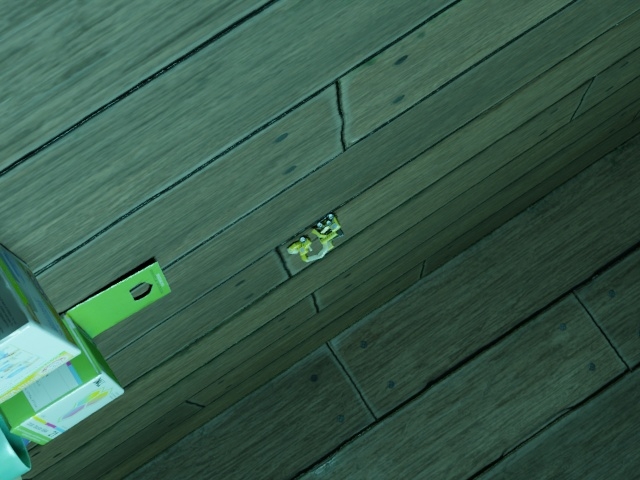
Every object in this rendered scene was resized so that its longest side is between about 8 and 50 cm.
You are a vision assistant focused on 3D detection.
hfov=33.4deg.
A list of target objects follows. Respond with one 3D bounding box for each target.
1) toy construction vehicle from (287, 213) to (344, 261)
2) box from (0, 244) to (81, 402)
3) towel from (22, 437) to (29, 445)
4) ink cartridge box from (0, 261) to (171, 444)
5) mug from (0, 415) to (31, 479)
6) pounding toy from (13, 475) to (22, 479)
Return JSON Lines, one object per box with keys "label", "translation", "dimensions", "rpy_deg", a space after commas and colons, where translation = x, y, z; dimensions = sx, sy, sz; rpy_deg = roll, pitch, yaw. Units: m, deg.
{"label": "toy construction vehicle", "translation": [0.000, 0.000, 1.730], "dimensions": [0.098, 0.035, 0.086], "rpy_deg": [-37, 168, 11]}
{"label": "box", "translation": [-0.312, 0.074, 0.985], "dimensions": [0.103, 0.114, 0.203], "rpy_deg": [-33, 169, -7]}
{"label": "towel", "translation": [-0.563, 0.328, 1.533], "dimensions": [0.336, 0.040, 0.243], "rpy_deg": [-25, 167, -29]}
{"label": "ink cartridge box", "translation": [-0.291, 0.148, 1.383], "dimensions": [0.255, 0.097, 0.189], "rpy_deg": [-31, 168, -10]}
{"label": "mug", "translation": [-0.427, 0.260, 1.322], "dimensions": [0.097, 0.157, 0.129], "rpy_deg": [-27, -156, -11]}
{"label": "pounding toy", "translation": [-0.546, 0.399, 1.738], "dimensions": [0.141, 0.100, 0.130], "rpy_deg": [-26, 170, 16]}
